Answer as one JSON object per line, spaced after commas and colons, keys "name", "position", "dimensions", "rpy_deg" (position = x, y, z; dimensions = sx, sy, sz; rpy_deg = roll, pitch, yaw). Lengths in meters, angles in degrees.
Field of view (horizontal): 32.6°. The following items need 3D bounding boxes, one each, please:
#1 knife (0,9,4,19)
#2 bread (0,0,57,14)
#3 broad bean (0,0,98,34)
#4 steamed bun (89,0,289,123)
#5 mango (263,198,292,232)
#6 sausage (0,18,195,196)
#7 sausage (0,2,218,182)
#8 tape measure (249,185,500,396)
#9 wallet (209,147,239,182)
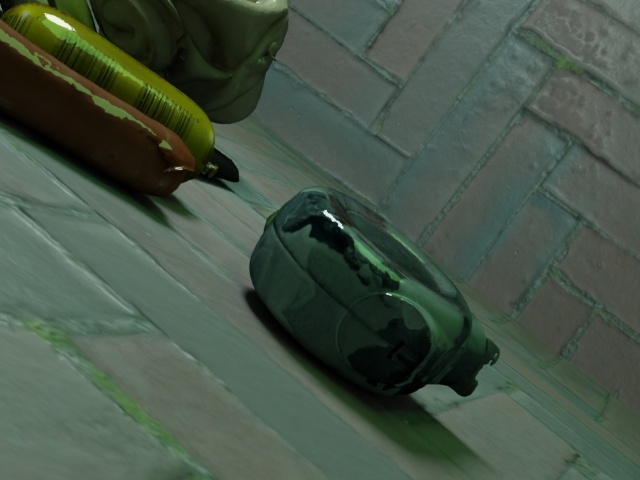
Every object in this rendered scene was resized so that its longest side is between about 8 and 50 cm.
{"name": "knife", "position": [-0.526, -0.364, 1.742], "dimensions": [0.047, 0.017, 0.298], "rpy_deg": [30, 9, -15]}
{"name": "bread", "position": [-0.433, -0.382, 1.549], "dimensions": [0.287, 0.056, 0.207], "rpy_deg": [64, -20, 9]}
{"name": "broad bean", "position": [-0.427, -0.339, 1.757], "dimensions": [0.189, 0.121, 0.263], "rpy_deg": [37, 20, -44]}
{"name": "steamed bun", "position": [-0.244, -0.369, 1.850], "dimensions": [0.342, 0.368, 0.255], "rpy_deg": [37, 35, 11]}
{"name": "mango", "position": [0.000, 0.000, 1.527], "dimensions": [0.156, 0.114, 0.251], "rpy_deg": [45, 8, 9]}
{"name": "sausage", "position": [-0.322, -0.176, 1.215], "dimensions": [0.419, 0.094, 0.094], "rpy_deg": [34, 18, -27]}
{"name": "sausage", "position": [-0.269, -0.177, 1.357], "dimensions": [0.347, 0.123, 0.123], "rpy_deg": [34, 8, -28]}
{"name": "tape measure", "position": [0.048, 0.067, 1.235], "dimensions": [0.275, 0.147, 0.256], "rpy_deg": [44, 12, 24]}
{"name": "wallet", "position": [-0.260, -0.175, 1.676], "dimensions": [0.197, 0.051, 0.377], "rpy_deg": [38, 6, 20]}
